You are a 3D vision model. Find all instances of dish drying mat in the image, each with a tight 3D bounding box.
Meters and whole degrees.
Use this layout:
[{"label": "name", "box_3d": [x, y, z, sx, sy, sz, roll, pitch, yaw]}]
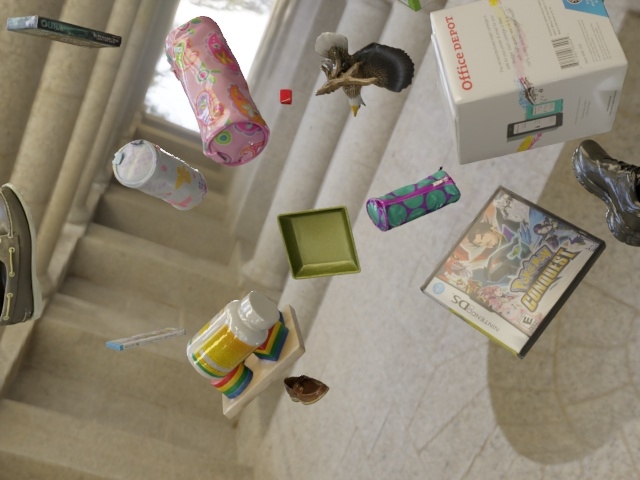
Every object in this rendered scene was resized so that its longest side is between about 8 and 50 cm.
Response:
[{"label": "dish drying mat", "box_3d": [-0.088, -0.368, 2.045, 0.032, 0.008, 0.083, 1, -146, -3]}]

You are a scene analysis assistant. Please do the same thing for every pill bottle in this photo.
[{"label": "pill bottle", "box_3d": [-0.190, 0.206, 1.764, 0.118, 0.208, 0.117, 37, -154, -21]}]

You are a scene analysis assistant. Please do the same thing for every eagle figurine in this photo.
[{"label": "eagle figurine", "box_3d": [0.102, -0.461, 2.248, 0.226, 0.225, 0.298, 34, -149, 14]}]

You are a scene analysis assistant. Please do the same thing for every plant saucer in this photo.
[{"label": "plant saucer", "box_3d": [0.000, 0.000, 2.056, 0.189, 0.188, 0.045, -7, -159, 17]}]

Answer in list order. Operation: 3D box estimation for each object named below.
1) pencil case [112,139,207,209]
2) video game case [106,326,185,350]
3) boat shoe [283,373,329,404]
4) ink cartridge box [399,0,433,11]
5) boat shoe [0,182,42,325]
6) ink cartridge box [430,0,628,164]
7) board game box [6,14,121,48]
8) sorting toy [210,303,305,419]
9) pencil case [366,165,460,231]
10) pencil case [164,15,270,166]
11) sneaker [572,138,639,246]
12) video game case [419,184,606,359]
[{"label": "pencil case", "box_3d": [-0.386, -0.154, 1.944, 0.124, 0.113, 0.273, -2, 169, 21]}, {"label": "video game case", "box_3d": [-0.430, 0.241, 1.968, 0.166, 0.015, 0.119, -12, -176, -30]}, {"label": "boat shoe", "box_3d": [-0.041, 0.371, 2.011, 0.060, 0.064, 0.178, 52, 153, -12]}, {"label": "ink cartridge box", "box_3d": [0.258, -0.637, 1.692, 0.097, 0.255, 0.188, 50, 171, 45]}, {"label": "boat shoe", "box_3d": [-0.666, 0.033, 1.703, 0.109, 0.304, 0.091, 7, -164, 41]}, {"label": "ink cartridge box", "box_3d": [0.340, -0.283, 1.351, 0.270, 0.198, 0.197, -12, 153, 6]}, {"label": "board game box", "box_3d": [-0.515, -0.418, 1.612, 0.126, 0.026, 0.186, 11, -174, 42]}, {"label": "sorting toy", "box_3d": [-0.174, 0.281, 2.028, 0.089, 0.257, 0.255, 45, -172, -20]}, {"label": "pencil case", "box_3d": [0.154, -0.068, 1.336, 0.152, 0.070, 0.064, -23, -115, -16]}, {"label": "pencil case", "box_3d": [-0.187, -0.264, 1.406, 0.124, 0.124, 0.284, 9, -135, -45]}, {"label": "sneaker", "box_3d": [0.650, -0.126, 1.720, 0.109, 0.130, 0.286, -4, -129, -25]}, {"label": "video game case", "box_3d": [0.372, 0.055, 1.570, 0.248, 0.275, 0.035, 35, 174, 34]}]
